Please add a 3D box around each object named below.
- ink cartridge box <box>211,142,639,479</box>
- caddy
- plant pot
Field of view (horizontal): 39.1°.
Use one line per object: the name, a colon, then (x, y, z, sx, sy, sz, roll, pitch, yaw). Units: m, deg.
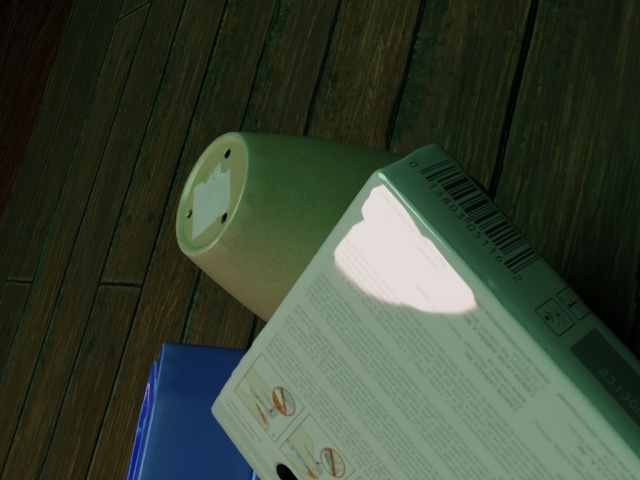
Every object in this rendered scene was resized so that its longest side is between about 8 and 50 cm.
ink cartridge box: (0.084, 0.158, 0.777, 0.308, 0.091, 0.385, 49, 135, 15)
caddy: (-0.130, 0.277, 1.048, 0.241, 0.179, 0.342, 130, 151, -67)
plant pot: (0.000, 0.000, 0.929, 0.256, 0.274, 0.257, -31, 48, 43)
